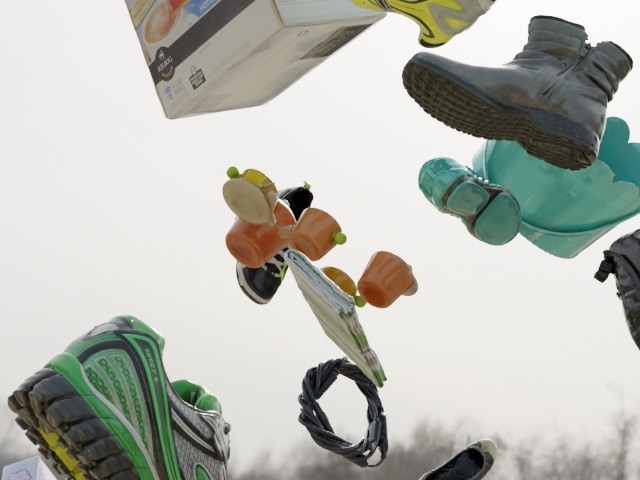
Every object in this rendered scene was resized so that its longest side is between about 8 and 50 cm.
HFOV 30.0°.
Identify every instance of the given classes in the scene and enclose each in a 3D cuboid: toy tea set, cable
[{"bbox_3d":[0.000,0.000,1.827,0.336,0.124,0.200,33,-35,9],"label":"toy tea set"},{"bbox_3d":[0.031,0.250,1.790,0.150,0.185,0.047,19,-46,-21],"label":"cable"}]

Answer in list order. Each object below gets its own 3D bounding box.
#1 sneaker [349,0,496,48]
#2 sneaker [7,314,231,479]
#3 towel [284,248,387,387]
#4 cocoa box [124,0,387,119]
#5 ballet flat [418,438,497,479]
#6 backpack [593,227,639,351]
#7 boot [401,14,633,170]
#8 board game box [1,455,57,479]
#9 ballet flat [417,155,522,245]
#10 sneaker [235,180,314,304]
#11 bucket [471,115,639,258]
[{"bbox_3d":[0.055,-0.394,1.602,0.384,0.145,0.147,34,-57,-7],"label":"sneaker"},{"bbox_3d":[-0.116,0.214,1.042,0.134,0.146,0.344,10,-44,47],"label":"sneaker"},{"bbox_3d":[0.019,0.081,1.260,0.113,0.023,0.152,44,-13,40],"label":"towel"},{"bbox_3d":[-0.112,-0.375,1.918,0.231,0.228,0.347,-15,-9,-42],"label":"cocoa box"},{"bbox_3d":[0.220,0.367,1.898,0.057,0.173,0.049,43,-33,27],"label":"ballet flat"},{"bbox_3d":[0.393,0.062,1.285,0.115,0.182,0.152,21,-45,-29],"label":"backpack"},{"bbox_3d":[0.224,-0.192,1.361,0.246,0.161,0.083,23,-25,-2],"label":"boot"},{"bbox_3d":[-0.388,0.543,1.777,0.065,0.318,0.319,-18,-52,9],"label":"board game box"},{"bbox_3d":[0.205,-0.063,1.652,0.087,0.083,0.247,47,11,31],"label":"ballet flat"},{"bbox_3d":[-0.071,-0.005,2.020,0.084,0.235,0.097,31,-32,-25],"label":"sneaker"},{"bbox_3d":[0.390,-0.117,1.920,0.281,0.281,0.183,23,-56,-32],"label":"bucket"}]
